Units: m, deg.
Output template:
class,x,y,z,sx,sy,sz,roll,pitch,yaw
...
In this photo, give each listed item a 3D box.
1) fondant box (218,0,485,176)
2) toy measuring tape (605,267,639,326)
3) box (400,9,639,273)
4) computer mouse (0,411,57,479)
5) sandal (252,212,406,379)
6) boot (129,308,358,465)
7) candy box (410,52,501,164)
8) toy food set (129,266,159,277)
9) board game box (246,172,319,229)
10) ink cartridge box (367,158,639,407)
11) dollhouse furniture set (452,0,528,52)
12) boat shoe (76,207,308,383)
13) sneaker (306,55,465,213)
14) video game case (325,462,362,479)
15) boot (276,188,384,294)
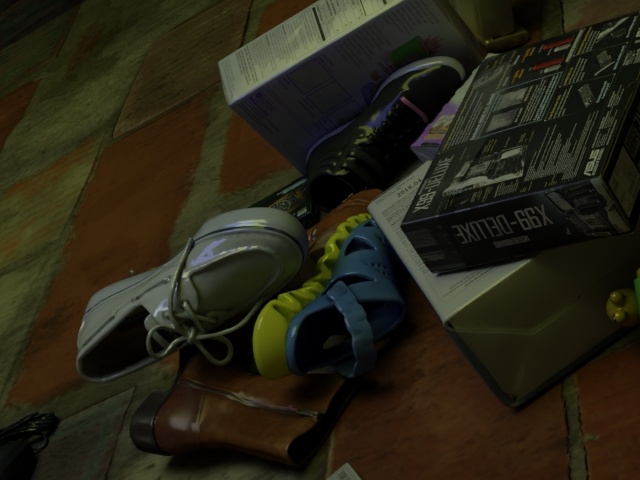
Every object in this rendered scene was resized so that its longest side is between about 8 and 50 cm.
class,x,y,z,sx,sy,sz,roll,pitch,yaw
fondant box,0.053,-0.250,2.157,0.330,0.238,0.096,-28,51,17
toy measuring tape,0.414,0.037,1.400,0.330,0.121,0.121,-15,34,38
box,0.245,-0.110,1.567,0.242,0.076,0.307,-14,34,37
computer mouse,-0.478,0.342,2.061,0.188,0.072,0.272,-28,28,16
sandal,0.046,0.076,1.796,0.138,0.126,0.317,10,38,25
boot,-0.076,0.166,1.833,0.280,0.096,0.264,-5,31,40
candy box,0.245,-0.170,2.000,0.196,0.070,0.165,-49,29,-22
toy food set,-0.187,0.084,2.079,0.071,0.128,0.218,-26,15,-26
board game box,-0.085,-0.023,2.216,0.186,0.026,0.126,-29,27,17
ink cartridge box,0.226,-0.019,1.688,0.270,0.151,0.395,-35,28,3
dollhouse furniture set,0.393,-0.478,2.230,0.394,0.256,0.362,-17,27,-6
boat shoe,-0.173,0.090,1.822,0.367,0.136,0.156,-24,34,29
sneaker,0.092,-0.138,2.093,0.296,0.104,0.147,-36,26,28
video game case,0.005,0.320,1.563,0.143,0.019,0.157,-40,27,-4
boot,0.000,0.000,2.043,0.197,0.073,0.152,-13,27,42
